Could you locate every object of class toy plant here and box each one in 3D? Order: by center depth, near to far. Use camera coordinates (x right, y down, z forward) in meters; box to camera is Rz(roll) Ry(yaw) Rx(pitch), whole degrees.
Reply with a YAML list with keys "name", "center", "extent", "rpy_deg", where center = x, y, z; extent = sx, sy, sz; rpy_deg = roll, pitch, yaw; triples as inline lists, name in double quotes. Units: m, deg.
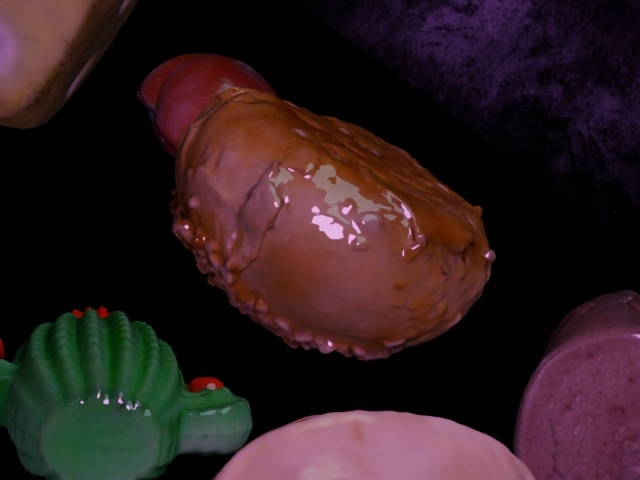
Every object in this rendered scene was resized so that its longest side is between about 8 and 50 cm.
- name: "toy plant"
  center: [-0.144, 0.082, 0.674]
  extent: [0.154, 0.088, 0.240]
  rpy_deg: [1, 11, -37]

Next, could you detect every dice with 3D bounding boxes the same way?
- name: "dice"
  center: [-0.292, -0.261, 1.059]
  extent: [0.238, 0.233, 0.227]
  rpy_deg: [34, 16, -9]

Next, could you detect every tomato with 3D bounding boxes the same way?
- name: "tomato"
  center: [-0.100, -0.146, 1.346]
  extent: [0.199, 0.112, 0.228]
  rpy_deg: [24, 24, -40]

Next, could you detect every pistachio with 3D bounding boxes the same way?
- name: "pistachio"
  center: [0.024, 0.170, 0.653]
  extent: [0.229, 0.157, 0.157]
  rpy_deg: [-4, 40, -37]

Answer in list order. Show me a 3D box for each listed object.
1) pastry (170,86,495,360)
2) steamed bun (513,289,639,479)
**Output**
- name: "pastry"
  center: [0.000, 0.000, 1.024]
  extent: [0.284, 0.184, 0.315]
  rpy_deg: [40, 17, 33]
- name: "steamed bun"
  center: [0.289, 0.207, 1.024]
  extent: [0.301, 0.199, 0.251]
  rpy_deg: [54, 14, 2]
